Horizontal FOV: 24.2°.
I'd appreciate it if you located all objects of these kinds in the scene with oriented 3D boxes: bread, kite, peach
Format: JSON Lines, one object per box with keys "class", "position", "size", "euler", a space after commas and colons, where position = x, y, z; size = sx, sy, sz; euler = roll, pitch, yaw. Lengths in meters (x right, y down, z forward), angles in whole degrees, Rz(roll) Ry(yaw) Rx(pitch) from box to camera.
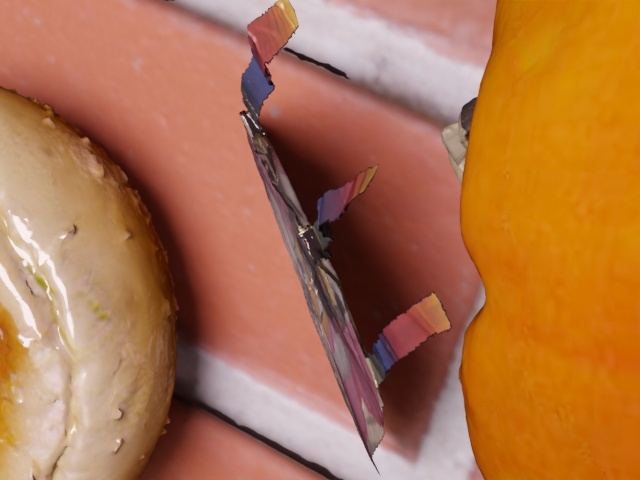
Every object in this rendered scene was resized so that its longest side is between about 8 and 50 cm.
{"class": "bread", "position": [-0.209, 0.046, 0.849], "size": [0.306, 0.159, 0.305], "euler": [9, 111, 24]}
{"class": "kite", "position": [-0.004, 0.001, 0.642], "size": [0.022, 0.360, 0.204], "euler": [-21, 80, -7]}
{"class": "peach", "position": [0.214, -0.002, 0.490], "size": [0.302, 0.343, 0.342], "euler": [4, 107, 23]}

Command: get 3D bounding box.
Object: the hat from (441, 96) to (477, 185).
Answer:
{"class": "hat", "position": [0.118, -0.003, 0.677], "size": [0.166, 0.081, 0.122], "euler": [60, 166, -7]}
